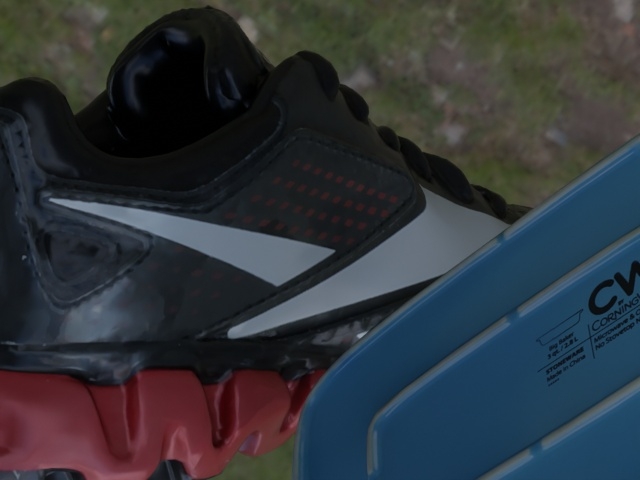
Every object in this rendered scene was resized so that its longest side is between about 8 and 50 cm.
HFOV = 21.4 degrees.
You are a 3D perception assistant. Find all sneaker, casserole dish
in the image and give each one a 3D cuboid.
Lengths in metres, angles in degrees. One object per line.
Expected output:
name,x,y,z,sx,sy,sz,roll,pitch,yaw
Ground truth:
sneaker,0.000,0.000,0.497,0.098,0.276,0.135,7,99,52
casserole dish,0.054,0.036,0.354,0.037,0.114,0.188,33,125,-31
